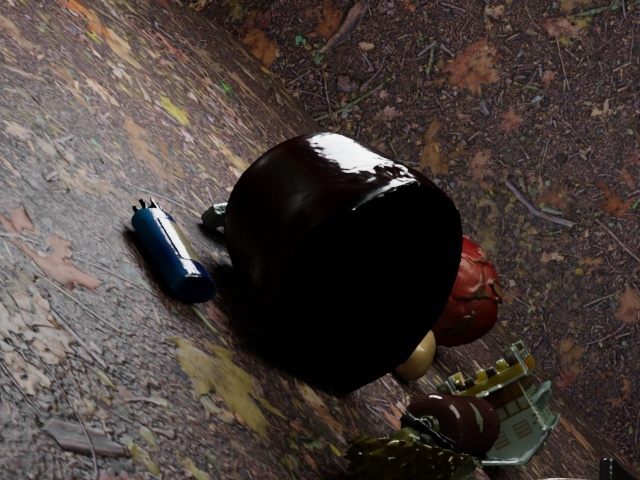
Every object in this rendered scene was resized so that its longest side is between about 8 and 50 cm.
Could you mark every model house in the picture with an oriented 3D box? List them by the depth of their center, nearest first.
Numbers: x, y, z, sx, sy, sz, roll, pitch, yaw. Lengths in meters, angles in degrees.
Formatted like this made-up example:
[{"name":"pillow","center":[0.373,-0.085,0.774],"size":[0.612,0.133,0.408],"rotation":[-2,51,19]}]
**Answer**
[{"name":"model house","center":[0.376,0.340,2.076],"size":[0.215,0.198,0.224],"rotation":[60,12,9]}]

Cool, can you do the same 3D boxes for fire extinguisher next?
[{"name":"fire extinguisher","center":[0.226,0.327,1.766],"size":[0.135,0.114,0.337],"rotation":[27,3,26]}]

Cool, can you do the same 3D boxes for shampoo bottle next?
[{"name":"shampoo bottle","center":[-0.217,0.011,1.463],"size":[0.087,0.050,0.183],"rotation":[26,22,-52]}]

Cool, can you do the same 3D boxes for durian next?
[{"name":"durian","center":[0.131,0.314,1.348],"size":[0.172,0.166,0.306],"rotation":[55,5,32]}]

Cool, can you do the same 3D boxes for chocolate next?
[{"name":"chocolate","center":[0.000,0.000,1.659],"size":[0.331,0.383,0.384],"rotation":[34,2,38]}]

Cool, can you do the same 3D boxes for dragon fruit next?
[{"name":"dragon fruit","center":[0.283,0.111,2.401],"size":[0.342,0.277,0.277],"rotation":[54,9,-13]}]

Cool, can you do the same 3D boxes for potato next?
[{"name":"potato","center":[0.179,0.218,2.053],"size":[0.112,0.112,0.147],"rotation":[45,18,-4]}]

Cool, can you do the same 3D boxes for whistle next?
[{"name":"whistle","center":[-0.127,-0.036,1.844],"size":[0.123,0.123,0.223],"rotation":[50,25,21]}]

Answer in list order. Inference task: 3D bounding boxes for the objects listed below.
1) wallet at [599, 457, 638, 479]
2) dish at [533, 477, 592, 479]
[{"name":"wallet","center":[0.517,0.554,1.777],"size":[0.170,0.044,0.321],"rotation":[40,51,-43]},{"name":"dish","center":[0.452,0.517,1.897],"size":[0.213,0.213,0.090],"rotation":[36,47,-41]}]
